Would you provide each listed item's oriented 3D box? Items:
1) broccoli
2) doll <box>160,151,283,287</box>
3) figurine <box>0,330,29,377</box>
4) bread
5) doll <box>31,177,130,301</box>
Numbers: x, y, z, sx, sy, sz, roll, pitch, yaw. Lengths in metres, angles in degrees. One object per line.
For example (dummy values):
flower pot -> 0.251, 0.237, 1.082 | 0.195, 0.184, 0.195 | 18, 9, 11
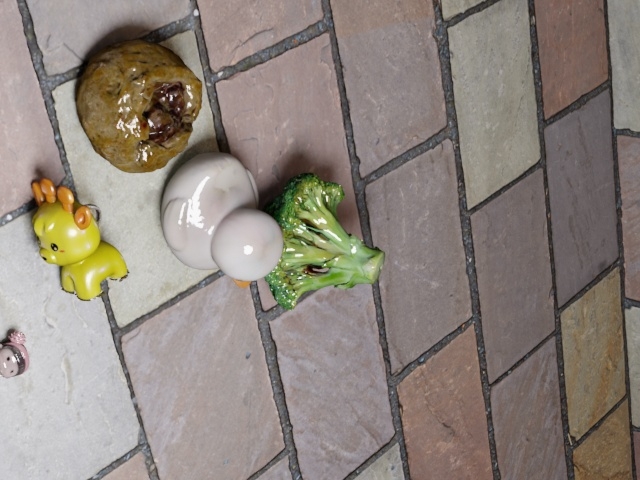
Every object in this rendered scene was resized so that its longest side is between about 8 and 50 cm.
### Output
broccoli -> 0.000, 0.000, 2.239 | 0.254, 0.269, 0.269 | -56, 136, -29
doll -> -0.165, -0.032, 2.094 | 0.221, 0.221, 0.251 | -26, 119, -40
figurine -> -0.532, 0.199, 1.890 | 0.129, 0.054, 0.072 | -23, 103, -33
bread -> -0.295, -0.227, 1.962 | 0.230, 0.123, 0.230 | -13, 108, -45
doll -> -0.400, -0.008, 1.909 | 0.135, 0.143, 0.221 | -41, 135, -29
